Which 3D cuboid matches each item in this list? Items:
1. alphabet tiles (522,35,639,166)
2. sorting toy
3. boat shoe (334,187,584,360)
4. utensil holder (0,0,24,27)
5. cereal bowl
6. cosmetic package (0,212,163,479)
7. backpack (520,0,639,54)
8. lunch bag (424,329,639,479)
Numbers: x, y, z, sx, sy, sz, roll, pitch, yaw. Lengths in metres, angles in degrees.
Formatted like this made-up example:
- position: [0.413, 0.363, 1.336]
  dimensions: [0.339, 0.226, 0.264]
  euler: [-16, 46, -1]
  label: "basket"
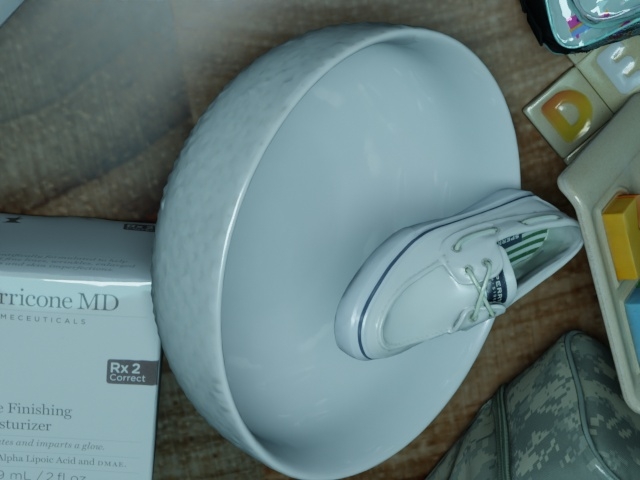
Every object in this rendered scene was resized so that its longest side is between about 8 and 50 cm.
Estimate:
- position: [0.349, -0.124, 1.005]
  dimensions: [0.285, 0.011, 0.342]
  euler: [-41, 107, 8]
  label: "alphabet tiles"
- position: [0.268, 0.005, 0.946]
  dimensions: [0.038, 0.193, 0.208]
  euler: [-8, 112, 39]
  label: "sorting toy"
- position: [0.108, 0.021, 0.856]
  dimensions: [0.226, 0.076, 0.083]
  euler: [-34, 127, -35]
  label: "boat shoe"
- position: [-0.331, -0.304, 0.662]
  dimensions: [0.385, 0.327, 0.327]
  euler: [35, 101, -2]
  label: "utensil holder"
- position: [0.000, 0.000, 0.893]
  dimensions: [0.339, 0.141, 0.339]
  euler: [-20, 118, -43]
  label: "cereal bowl"
- position: [-0.200, 0.087, 0.936]
  dimensions: [0.151, 0.151, 0.183]
  euler: [3, 107, -7]
  label: "cosmetic package"
- position: [0.243, -0.239, 0.881]
  dimensions: [0.188, 0.144, 0.166]
  euler: [-17, 93, -2]
  label: "backpack"
- position: [0.238, 0.275, 1.028]
  dimensions: [0.305, 0.212, 0.256]
  euler: [37, 117, -15]
  label: "lunch bag"
